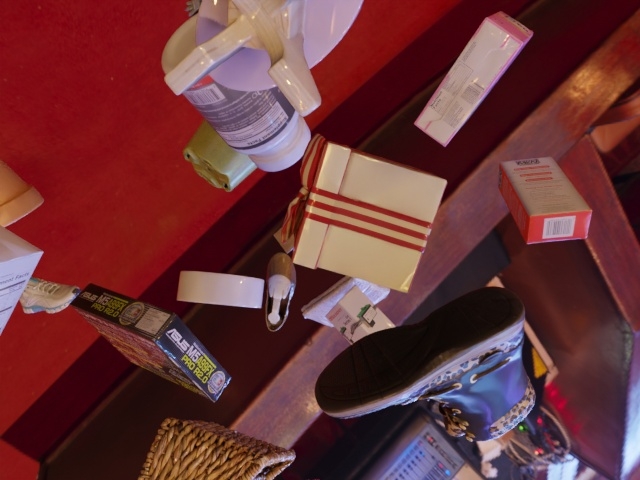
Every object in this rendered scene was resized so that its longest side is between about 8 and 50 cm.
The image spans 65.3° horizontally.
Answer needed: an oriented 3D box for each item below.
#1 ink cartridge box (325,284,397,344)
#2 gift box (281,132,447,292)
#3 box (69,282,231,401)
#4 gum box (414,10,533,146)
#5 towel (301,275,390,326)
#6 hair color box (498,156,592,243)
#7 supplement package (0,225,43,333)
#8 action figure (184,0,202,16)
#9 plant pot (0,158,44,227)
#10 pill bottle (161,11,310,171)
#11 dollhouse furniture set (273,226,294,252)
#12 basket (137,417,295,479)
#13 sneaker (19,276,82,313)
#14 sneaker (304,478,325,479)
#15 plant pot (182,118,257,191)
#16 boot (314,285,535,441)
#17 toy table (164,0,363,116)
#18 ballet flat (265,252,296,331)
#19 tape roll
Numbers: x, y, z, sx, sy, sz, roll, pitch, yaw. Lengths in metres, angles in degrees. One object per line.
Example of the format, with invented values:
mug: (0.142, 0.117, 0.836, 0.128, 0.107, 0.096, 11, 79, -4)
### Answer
ink cartridge box: (0.133, 0.268, 1.579, 0.219, 0.160, 0.092, 45, 61, 9)
gift box: (0.066, -0.055, 0.997, 0.258, 0.276, 0.255, 17, 97, -4)
box: (-0.328, 0.194, 0.962, 0.060, 0.270, 0.216, -56, 138, -30)
gum box: (0.225, -0.237, 0.750, 0.062, 0.188, 0.107, 38, 39, 6)
towel: (0.085, 0.215, 1.755, 0.187, 0.049, 0.282, 26, 126, -38)
hair color box: (0.281, -0.055, 0.638, 0.072, 0.141, 0.043, -5, 125, 8)
supplement package: (-0.489, 0.017, 0.521, 0.262, 0.204, 0.145, 33, 100, -1)
action figure: (-0.247, -0.728, 1.641, 0.370, 0.276, 0.248, -8, 65, -57)
plant pot: (-1.080, -0.146, 1.591, 0.291, 0.291, 0.203, -30, 115, -14)
pill bottle: (-0.177, -0.334, 1.168, 0.210, 0.210, 0.363, -50, 142, -7)
dollhouse furniture set: (0.000, 0.000, 1.241, 0.123, 0.151, 0.144, -40, 79, 20)
basket: (-0.201, 0.489, 0.983, 0.223, 0.299, 0.213, 15, 71, 12)
sneaker: (-0.642, 0.120, 1.157, 0.191, 0.071, 0.083, -9, 120, 23)
sneaker: (-0.045, 0.532, 0.994, 0.170, 0.063, 0.074, -9, 83, -15)
plant pot: (-0.260, -0.295, 1.487, 0.276, 0.276, 0.254, 44, 71, -22)
boot: (0.207, 0.266, 0.899, 0.377, 0.138, 0.284, -29, 126, 2)
toy table: (-0.071, -0.285, 0.623, 0.252, 0.161, 0.274, 40, 120, -11)
ballet flat: (-0.162, 0.212, 1.892, 0.116, 0.124, 0.342, 11, 124, -2)
tape roll: (-0.335, 0.166, 1.682, 0.286, 0.286, 0.100, 8, 82, -23)
